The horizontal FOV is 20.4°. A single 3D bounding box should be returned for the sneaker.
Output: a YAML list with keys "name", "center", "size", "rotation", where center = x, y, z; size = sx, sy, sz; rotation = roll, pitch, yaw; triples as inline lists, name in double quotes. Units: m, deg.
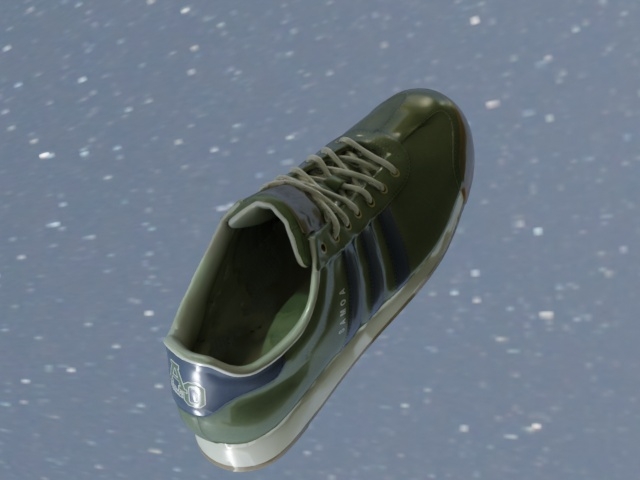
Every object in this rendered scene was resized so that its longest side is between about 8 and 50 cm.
- name: "sneaker"
  center: [0.000, 0.000, 0.738]
  size: [0.192, 0.064, 0.086]
  rotation: [-56, -30, -18]
